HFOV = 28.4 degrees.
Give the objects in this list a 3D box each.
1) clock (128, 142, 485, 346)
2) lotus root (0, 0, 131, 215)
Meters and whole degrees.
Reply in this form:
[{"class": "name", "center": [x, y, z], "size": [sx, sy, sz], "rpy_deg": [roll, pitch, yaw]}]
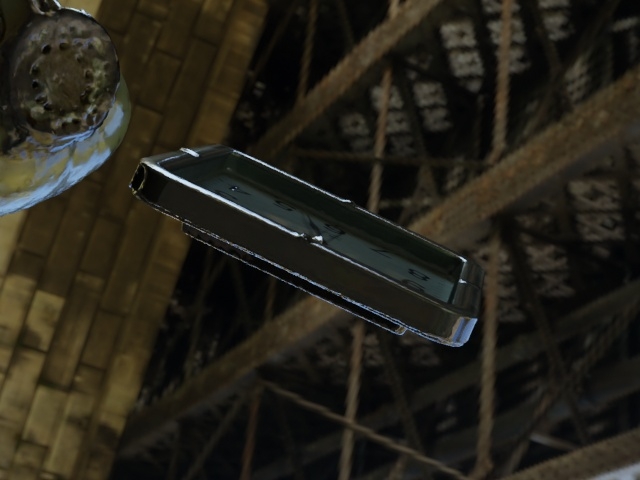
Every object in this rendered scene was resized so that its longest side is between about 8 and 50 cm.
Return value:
[{"class": "clock", "center": [0.000, 0.001, 1.025], "size": [0.279, 0.273, 0.049], "rpy_deg": [-38, 153, -78]}, {"class": "lotus root", "center": [-0.250, -0.090, 0.827], "size": [0.309, 0.173, 0.173], "rpy_deg": [6, -105, 45]}]
